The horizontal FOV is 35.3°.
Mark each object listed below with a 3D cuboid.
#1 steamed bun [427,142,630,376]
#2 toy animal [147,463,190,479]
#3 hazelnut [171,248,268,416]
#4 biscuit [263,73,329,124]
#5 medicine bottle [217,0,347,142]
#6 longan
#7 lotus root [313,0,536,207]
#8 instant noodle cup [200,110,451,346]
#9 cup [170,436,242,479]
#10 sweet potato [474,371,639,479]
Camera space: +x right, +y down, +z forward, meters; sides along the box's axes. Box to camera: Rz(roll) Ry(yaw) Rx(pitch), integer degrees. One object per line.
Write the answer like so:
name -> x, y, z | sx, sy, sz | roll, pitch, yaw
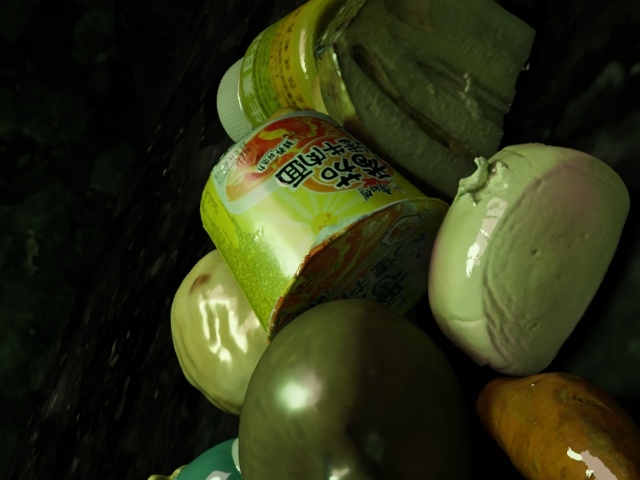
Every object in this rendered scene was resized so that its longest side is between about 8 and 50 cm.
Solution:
steamed bun -> 0.190, 0.008, 1.032 | 0.238, 0.153, 0.170 | -61, 22, 1
toy animal -> -0.209, 0.443, 1.495 | 0.168, 0.121, 0.233 | -50, 28, 6
hazelnut -> -0.083, 0.124, 1.389 | 0.241, 0.261, 0.261 | -50, 18, -21
biscuit -> 0.024, -0.082, 1.412 | 0.237, 0.062, 0.290 | -31, 77, 49
medicine bottle -> -0.017, -0.260, 1.650 | 0.384, 0.224, 0.224 | -11, 57, 63
longan -> 0.034, 0.208, 1.022 | 0.243, 0.300, 0.300 | -19, 38, 9
lotus root -> 0.104, -0.198, 1.280 | 0.149, 0.260, 0.267 | -9, 58, 63
instant noodle cup -> -0.002, -0.011, 1.166 | 0.200, 0.264, 0.264 | 50, 117, 31
cup -> -0.109, 0.338, 1.324 | 0.173, 0.167, 0.299 | -51, 0, 20
sweet potato -> 0.217, 0.173, 0.871 | 0.112, 0.112, 0.359 | -62, 20, 6
